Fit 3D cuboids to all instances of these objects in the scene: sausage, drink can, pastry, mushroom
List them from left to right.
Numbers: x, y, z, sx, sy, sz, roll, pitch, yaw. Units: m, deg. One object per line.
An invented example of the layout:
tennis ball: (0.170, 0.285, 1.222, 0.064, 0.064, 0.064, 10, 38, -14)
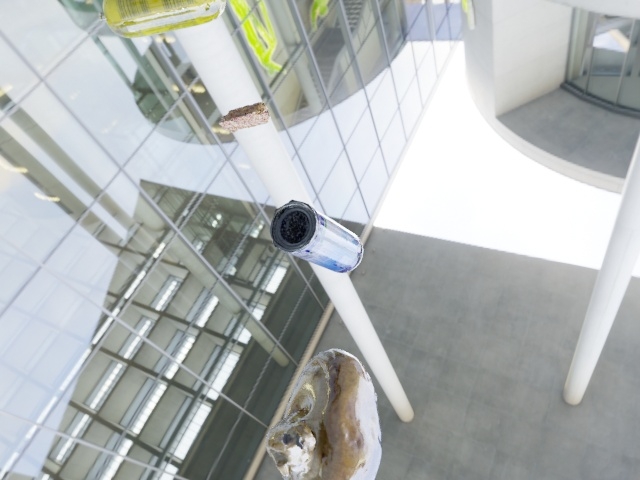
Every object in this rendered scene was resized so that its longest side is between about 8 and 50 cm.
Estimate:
sausage: (-0.388, -0.585, 1.179, 0.346, 0.123, 0.123, -7, -127, 8)
pastry: (-0.224, -0.372, 1.422, 0.169, 0.087, 0.063, -5, -108, 26)
mushroom: (-0.010, 0.401, 1.049, 0.345, 0.259, 0.346, -51, -153, 40)
drink can: (0.000, 0.000, 0.914, 0.097, 0.235, 0.097, -6, -105, 25)
